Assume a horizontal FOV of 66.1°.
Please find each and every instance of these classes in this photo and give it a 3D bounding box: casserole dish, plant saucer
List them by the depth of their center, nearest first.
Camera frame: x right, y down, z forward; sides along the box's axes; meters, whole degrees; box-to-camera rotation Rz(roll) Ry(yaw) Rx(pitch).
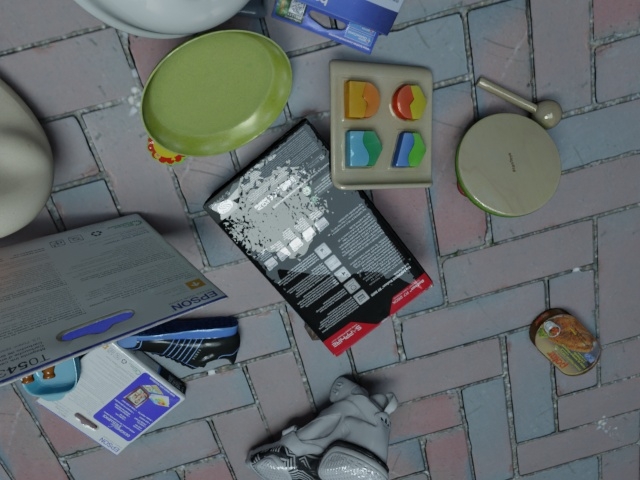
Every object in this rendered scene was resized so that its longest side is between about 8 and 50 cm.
[{"bbox_3d":[-0.159,-0.225,0.753,0.240,0.037,0.241,-23,155,-11],"label":"plant saucer"},{"bbox_3d":[-0.507,0.204,0.918,0.114,0.037,0.189,-8,95,7],"label":"casserole dish"}]

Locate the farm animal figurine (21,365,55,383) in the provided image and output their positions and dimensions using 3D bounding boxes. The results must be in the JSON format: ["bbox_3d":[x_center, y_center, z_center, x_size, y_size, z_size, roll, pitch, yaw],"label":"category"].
[{"bbox_3d":[-0.605,0.162,0.756,0.329,0.327,0.173,-5,93,-5],"label":"farm animal figurine"}]

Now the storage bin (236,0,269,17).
[{"bbox_3d":[-0.141,-0.397,0.729,0.135,0.098,0.091,5,83,-9],"label":"storage bin"}]

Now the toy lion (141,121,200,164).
[{"bbox_3d":[-0.248,-0.178,0.829,0.100,0.034,0.096,-20,120,0],"label":"toy lion"}]

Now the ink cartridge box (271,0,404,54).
[{"bbox_3d":[0.057,-0.428,0.697,0.185,0.065,0.311,15,132,-15],"label":"ink cartridge box"}]

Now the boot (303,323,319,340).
[{"bbox_3d":[0.036,0.168,0.998,0.106,0.037,0.114,35,101,-5],"label":"boot"}]

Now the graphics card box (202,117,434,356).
[{"bbox_3d":[0.000,0.000,0.880,0.232,0.094,0.371,-38,106,8],"label":"graphics card box"}]

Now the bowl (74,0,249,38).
[{"bbox_3d":[-0.155,-0.354,0.531,0.297,0.134,0.298,-24,137,-25],"label":"bowl"}]

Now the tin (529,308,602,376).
[{"bbox_3d":[0.541,0.226,1.089,0.189,0.040,0.106,41,97,-20],"label":"tin"}]

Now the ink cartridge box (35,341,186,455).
[{"bbox_3d":[-0.416,0.308,0.990,0.208,0.045,0.206,-40,110,8],"label":"ink cartridge box"}]

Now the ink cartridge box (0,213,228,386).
[{"bbox_3d":[-0.349,0.083,0.693,0.323,0.330,0.072,-19,126,-35],"label":"ink cartridge box"}]

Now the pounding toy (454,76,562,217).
[{"bbox_3d":[0.324,-0.148,0.891,0.182,0.110,0.237,16,80,-2],"label":"pounding toy"}]

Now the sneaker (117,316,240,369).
[{"bbox_3d":[-0.272,0.204,0.948,0.232,0.081,0.091,-1,104,-9],"label":"sneaker"}]

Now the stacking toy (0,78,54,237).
[{"bbox_3d":[-0.667,-0.044,0.718,0.479,0.351,0.350,-35,113,25],"label":"stacking toy"}]

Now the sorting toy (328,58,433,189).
[{"bbox_3d":[0.107,-0.189,0.808,0.192,0.038,0.209,-4,94,-23],"label":"sorting toy"}]

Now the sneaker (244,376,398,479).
[{"bbox_3d":[0.007,0.421,1.048,0.365,0.210,0.137,-20,117,39],"label":"sneaker"}]
